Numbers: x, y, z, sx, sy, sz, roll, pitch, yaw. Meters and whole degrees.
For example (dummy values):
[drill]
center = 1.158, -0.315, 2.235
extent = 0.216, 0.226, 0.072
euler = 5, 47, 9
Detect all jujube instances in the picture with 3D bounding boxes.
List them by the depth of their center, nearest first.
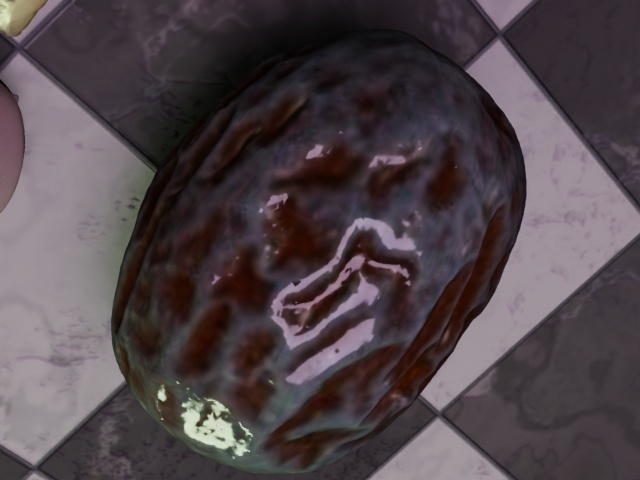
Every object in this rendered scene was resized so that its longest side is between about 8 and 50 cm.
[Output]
[jujube]
center = 0.005, 0.005, 0.831
extent = 0.246, 0.215, 0.308
euler = 17, 110, -29

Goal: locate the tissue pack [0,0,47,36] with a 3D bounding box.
[tissue pack]
center = -0.224, -0.223, 0.662
extent = 0.222, 0.090, 0.186
euler = 16, 138, -28

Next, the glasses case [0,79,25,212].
[glasses case]
center = -0.341, -0.064, 0.745
extent = 0.314, 0.075, 0.122
euler = 4, 114, -22
